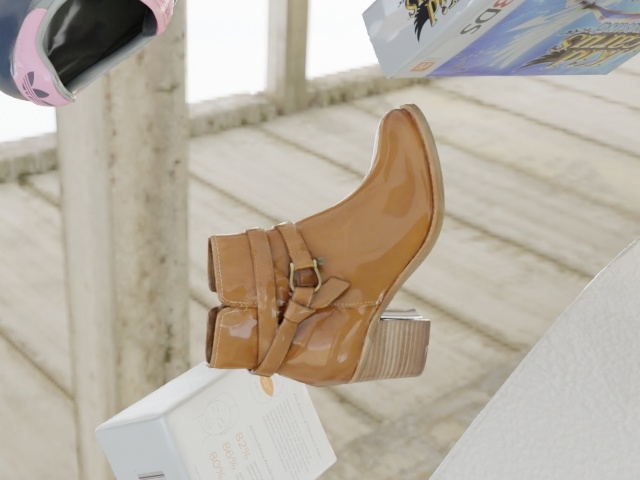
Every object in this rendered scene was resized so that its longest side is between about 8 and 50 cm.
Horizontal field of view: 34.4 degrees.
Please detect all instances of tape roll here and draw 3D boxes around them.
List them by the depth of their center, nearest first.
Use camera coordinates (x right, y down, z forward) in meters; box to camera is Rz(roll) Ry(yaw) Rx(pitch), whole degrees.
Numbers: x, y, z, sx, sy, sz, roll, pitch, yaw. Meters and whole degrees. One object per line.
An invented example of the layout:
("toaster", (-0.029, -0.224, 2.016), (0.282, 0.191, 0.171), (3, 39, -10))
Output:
("tape roll", (0.095, 0.168, 0.489), (0.072, 0.392, 0.392), (34, -143, 23))

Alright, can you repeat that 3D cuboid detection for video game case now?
("video game case", (0.205, -0.200, 0.740), (0.269, 0.061, 0.244), (-8, 163, -39))

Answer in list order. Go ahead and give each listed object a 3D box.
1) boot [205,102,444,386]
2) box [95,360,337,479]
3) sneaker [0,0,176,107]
("boot", (0.000, 0.000, 0.691), (0.152, 0.197, 0.073), (4, 177, -14))
("box", (-0.086, 0.179, 0.899), (0.091, 0.130, 0.170), (-18, -174, 38))
("sneaker", (-0.134, -0.222, 0.835), (0.319, 0.112, 0.131), (-47, -130, -11))
